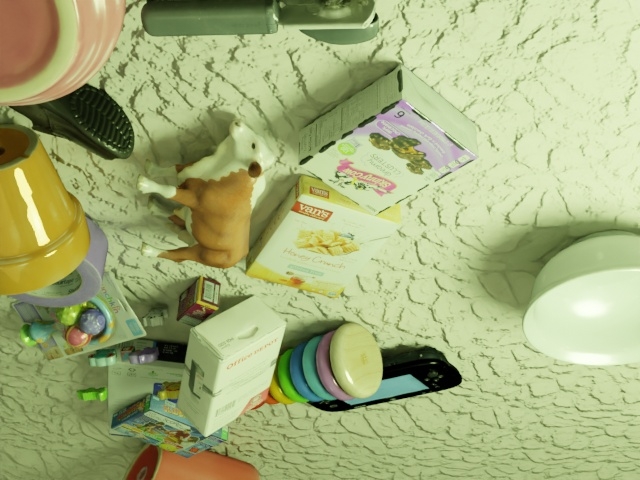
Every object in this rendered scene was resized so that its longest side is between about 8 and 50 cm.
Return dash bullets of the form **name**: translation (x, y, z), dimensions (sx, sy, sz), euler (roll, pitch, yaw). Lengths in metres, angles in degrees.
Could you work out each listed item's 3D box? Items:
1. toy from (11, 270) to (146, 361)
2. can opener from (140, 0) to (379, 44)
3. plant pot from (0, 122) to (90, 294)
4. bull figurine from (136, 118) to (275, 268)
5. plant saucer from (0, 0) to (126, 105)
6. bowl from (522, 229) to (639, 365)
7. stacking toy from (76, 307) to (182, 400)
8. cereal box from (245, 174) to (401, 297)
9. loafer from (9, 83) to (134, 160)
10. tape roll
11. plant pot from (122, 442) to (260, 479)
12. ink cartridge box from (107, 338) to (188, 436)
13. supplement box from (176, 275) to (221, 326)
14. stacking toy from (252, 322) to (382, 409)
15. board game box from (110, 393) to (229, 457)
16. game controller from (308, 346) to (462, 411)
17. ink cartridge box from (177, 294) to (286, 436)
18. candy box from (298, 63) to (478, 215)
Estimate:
- **toy**: translation (-0.443, 0.151, 1.804), dimensions (0.237, 0.056, 0.137), euler (-16, 112, 29)
- **can opener**: translation (-0.071, -0.267, 1.233), dimensions (0.284, 0.076, 0.095), euler (-1, 144, 5)
- **plant pot**: translation (-0.451, -0.057, 1.457), dimensions (0.205, 0.205, 0.188), euler (0, 129, 3)
- **bull figurine**: translation (-0.172, -0.059, 1.509), dimensions (0.188, 0.101, 0.310), euler (8, 142, -3)
- **plant saucer**: translation (-0.395, -0.283, 1.163), dimensions (0.332, 0.084, 0.332), euler (1, 133, 1)
- **bowl**: translation (0.473, 0.076, 1.643), dimensions (0.298, 0.134, 0.298), euler (2, 145, 1)
- **stacking toy**: translation (-0.366, 0.217, 1.867), dimensions (0.221, 0.052, 0.167), euler (-6, 107, 11)
- **cereal box**: translation (0.000, 0.000, 1.627), dimensions (0.173, 0.047, 0.240), euler (15, 142, -18)
- **loafer**: translation (-0.353, -0.178, 1.376), dimensions (0.220, 0.080, 0.078), euler (35, 137, -25)
- **tape roll**: translation (-0.448, 0.028, 1.656), dimensions (0.189, 0.080, 0.189), euler (1, 144, 0)
- **plant pot**: translation (-0.312, 0.586, 2.304), dimensions (0.243, 0.275, 0.275), euler (32, 135, -21)
- **ink cartridge box**: translation (-0.349, 0.309, 2.060), dimensions (0.165, 0.065, 0.332), euler (7, 143, -8)
- **supplement box**: translation (-0.215, 0.109, 1.781), dimensions (0.043, 0.055, 0.083), euler (23, 140, -27)
- **stacking toy**: translation (-0.050, 0.261, 1.932), dimensions (0.330, 0.141, 0.141), euler (-19, 140, 33)
- **board game box**: translation (-0.309, 0.385, 2.080), dimensions (0.201, 0.035, 0.136), euler (31, 135, -34)
- **game controller**: translation (0.116, 0.285, 2.006), dimensions (0.319, 0.067, 0.166), euler (-16, 141, 23)
- **ink cartridge box**: translation (-0.162, 0.225, 1.812), dimensions (0.159, 0.092, 0.218), euler (-27, 148, -39)
- **candy box**: translation (0.093, -0.134, 1.416), dimensions (0.196, 0.070, 0.165), euler (-30, 134, 35)
